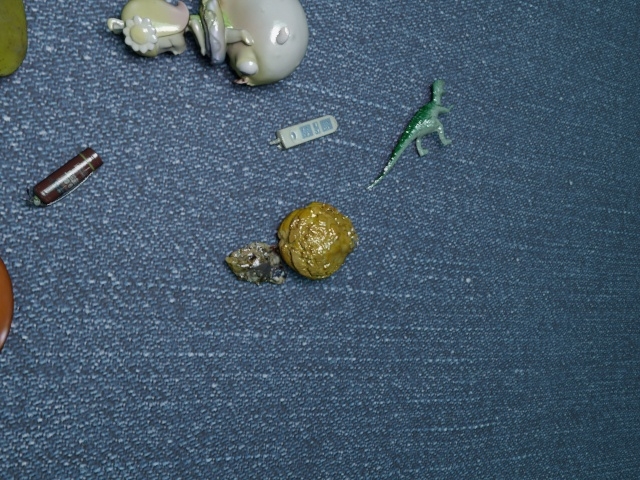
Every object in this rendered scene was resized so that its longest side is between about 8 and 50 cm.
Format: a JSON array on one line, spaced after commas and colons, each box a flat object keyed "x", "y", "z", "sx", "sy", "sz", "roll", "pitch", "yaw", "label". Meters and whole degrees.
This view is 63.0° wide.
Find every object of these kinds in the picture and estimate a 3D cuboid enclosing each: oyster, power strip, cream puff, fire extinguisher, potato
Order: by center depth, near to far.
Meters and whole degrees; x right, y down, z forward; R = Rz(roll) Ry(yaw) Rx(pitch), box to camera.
[{"x": -0.599, "y": -0.402, "z": 0.888, "sx": 0.169, "sy": 0.143, "sz": 0.248, "roll": -27, "pitch": 112, "yaw": -34, "label": "potato"}, {"x": -0.493, "y": -0.115, "z": 1.000, "sx": 0.158, "sy": 0.043, "sz": 0.064, "roll": -44, "pitch": 152, "yaw": -19, "label": "fire extinguisher"}, {"x": -0.142, "y": 0.054, "z": 1.179, "sx": 0.148, "sy": 0.051, "sz": 0.103, "roll": -4, "pitch": 92, "yaw": -27, "label": "oyster"}, {"x": 0.000, "y": 0.000, "z": 1.207, "sx": 0.188, "sy": 0.129, "sz": 0.189, "roll": 0, "pitch": 90, "yaw": -29, "label": "cream puff"}, {"x": -0.038, "y": -0.257, "z": 1.241, "sx": 0.191, "sy": 0.030, "sz": 0.048, "roll": -24, "pitch": 101, "yaw": -26, "label": "power strip"}]

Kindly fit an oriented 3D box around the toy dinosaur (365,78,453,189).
[{"x": 0.270, "y": -0.257, "z": 1.380, "sx": 0.129, "sy": 0.076, "sz": 0.383, "roll": 35, "pitch": 72, "yaw": -17, "label": "toy dinosaur"}]

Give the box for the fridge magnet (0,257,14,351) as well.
[{"x": -0.697, "y": 0.109, "z": 0.834, "sx": 0.363, "sy": 0.155, "sz": 0.364, "roll": -1, "pitch": 92, "yaw": -28, "label": "fridge magnet"}]

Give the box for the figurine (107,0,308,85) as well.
[{"x": -0.223, "y": -0.455, "z": 1.063, "sx": 0.393, "sy": 0.226, "sz": 0.275, "roll": -6, "pitch": 107, "yaw": -14, "label": "figurine"}]
